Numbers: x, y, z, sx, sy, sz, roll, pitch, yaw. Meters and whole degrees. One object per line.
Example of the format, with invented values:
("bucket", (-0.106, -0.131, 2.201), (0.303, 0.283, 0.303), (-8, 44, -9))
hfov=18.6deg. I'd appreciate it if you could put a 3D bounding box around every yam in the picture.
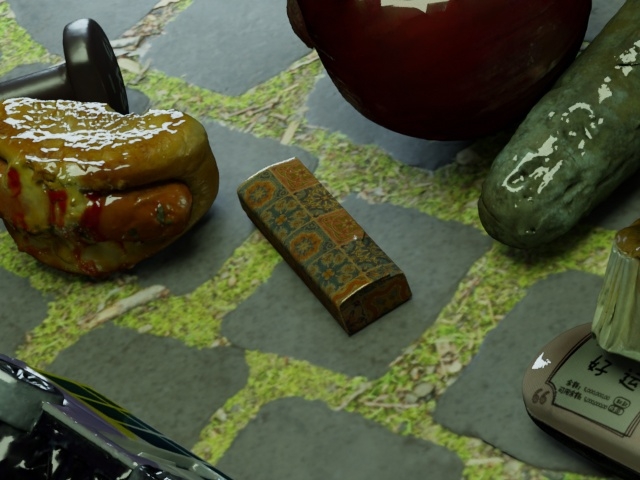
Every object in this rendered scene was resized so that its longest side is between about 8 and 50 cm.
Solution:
("yam", (0.271, -0.120, 1.862), (0.330, 0.133, 0.133), (-45, 47, -18))

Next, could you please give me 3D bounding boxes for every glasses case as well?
("glasses case", (0.000, 0.000, 1.910), (0.075, 0.049, 0.218), (-32, 44, -10))
("glasses case", (0.305, 0.157, 1.611), (0.314, 0.075, 0.122), (26, 56, 39))

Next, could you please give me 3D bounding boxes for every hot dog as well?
("hot dog", (-0.240, -0.053, 1.985), (0.256, 0.150, 0.153), (6, 49, 14))

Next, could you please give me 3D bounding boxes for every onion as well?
("onion", (0.128, -0.260, 1.935), (0.341, 0.341, 0.341), (-11, 44, 11))

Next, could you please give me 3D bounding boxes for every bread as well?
("bread", (0.347, 0.040, 1.629), (0.192, 0.110, 0.210), (22, 26, 36))

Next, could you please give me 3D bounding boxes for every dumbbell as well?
("dumbbell", (-0.328, -0.150, 2.126), (0.225, 0.140, 0.124), (-15, 15, 6))

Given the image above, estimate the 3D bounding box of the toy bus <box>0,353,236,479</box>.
("toy bus", (-0.151, 0.267, 1.558), (0.440, 0.249, 0.209), (26, 89, 39))
